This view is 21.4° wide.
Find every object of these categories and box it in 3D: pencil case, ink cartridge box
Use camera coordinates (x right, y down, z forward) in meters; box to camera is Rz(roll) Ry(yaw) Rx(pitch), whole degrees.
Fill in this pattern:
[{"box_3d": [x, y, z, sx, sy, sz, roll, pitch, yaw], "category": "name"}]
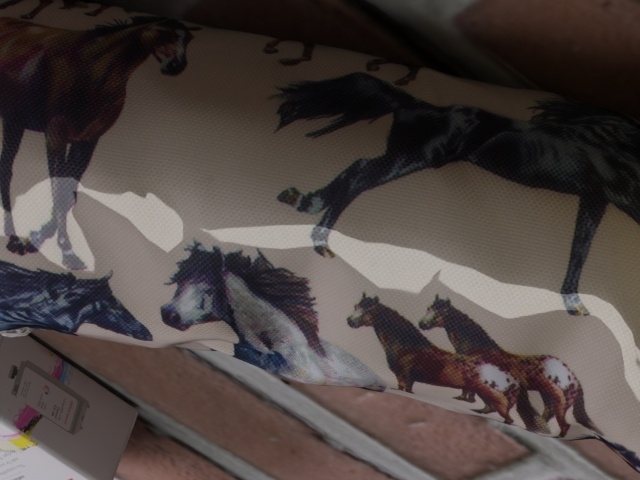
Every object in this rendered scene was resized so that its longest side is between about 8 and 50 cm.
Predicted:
[{"box_3d": [0.000, 0.000, 0.789, 0.410, 0.160, 0.183, 11, 135, 6], "category": "pencil case"}, {"box_3d": [-0.204, 0.121, 1.100, 0.198, 0.067, 0.115, 39, 138, -26], "category": "ink cartridge box"}]
